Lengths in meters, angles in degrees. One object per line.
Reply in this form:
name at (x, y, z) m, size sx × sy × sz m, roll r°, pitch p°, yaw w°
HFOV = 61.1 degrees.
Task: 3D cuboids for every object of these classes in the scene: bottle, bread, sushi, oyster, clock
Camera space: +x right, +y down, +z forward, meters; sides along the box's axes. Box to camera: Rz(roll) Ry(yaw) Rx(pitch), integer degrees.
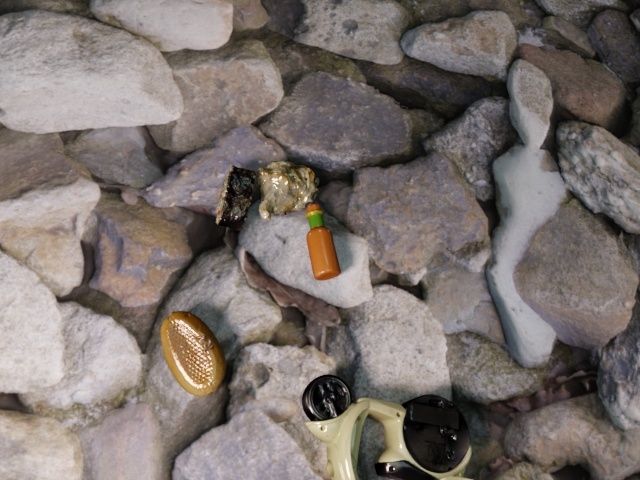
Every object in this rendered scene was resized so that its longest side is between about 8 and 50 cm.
bottle at (0.000, 0.000, 1.303) m, size 0.069 × 0.069 × 0.187 m, roll -6°, pitch 69°, yaw -15°
bread at (-0.269, 0.238, 1.149) m, size 0.114 × 0.077 × 0.189 m, roll -30°, pitch 78°, yaw -1°
sushi at (-0.203, -0.100, 1.285) m, size 0.078 × 0.090 × 0.151 m, roll 14°, pitch 72°, yaw -16°
oyster at (-0.085, -0.126, 1.329) m, size 0.163 × 0.081 × 0.191 m, roll 23°, pitch 70°, yaw -8°
clock at (0.139, 0.442, 1.141) m, size 0.378 × 0.120 × 0.277 m, roll 10°, pitch 62°, yaw -9°
